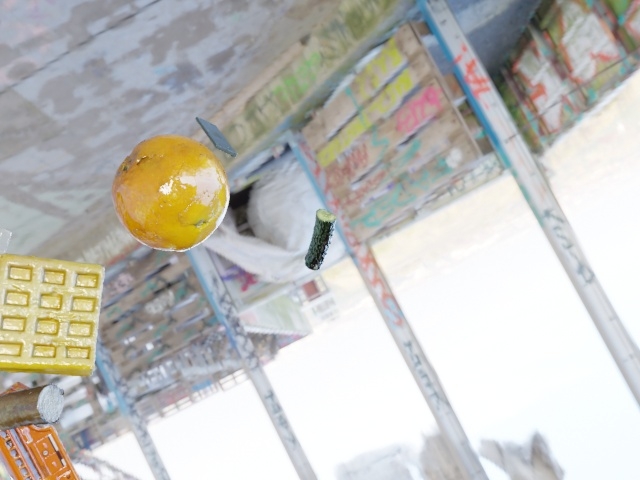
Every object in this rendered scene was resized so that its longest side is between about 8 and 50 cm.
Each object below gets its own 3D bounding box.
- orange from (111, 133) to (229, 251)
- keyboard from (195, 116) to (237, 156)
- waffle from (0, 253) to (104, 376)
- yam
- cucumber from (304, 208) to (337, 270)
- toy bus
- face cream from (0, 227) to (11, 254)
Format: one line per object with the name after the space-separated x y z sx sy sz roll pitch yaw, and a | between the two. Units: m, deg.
-0.308 -0.098 1.647 0.246 0.246 0.246 -27 173 -3 | orange
-0.236 -0.235 1.778 0.055 0.176 0.014 26 105 -35 | keyboard
-0.580 0.157 1.668 0.221 0.247 0.055 7 165 -19 | waffle
-0.588 0.335 1.588 0.127 0.084 0.084 -11 178 18 | yam
0.001 0.000 1.994 0.058 0.058 0.187 -23 146 -31 | cucumber
-0.629 0.487 1.763 0.153 0.329 0.143 -31 -162 -32 | toy bus
-1.013 0.009 1.987 0.137 0.420 0.234 74 38 -89 | face cream
